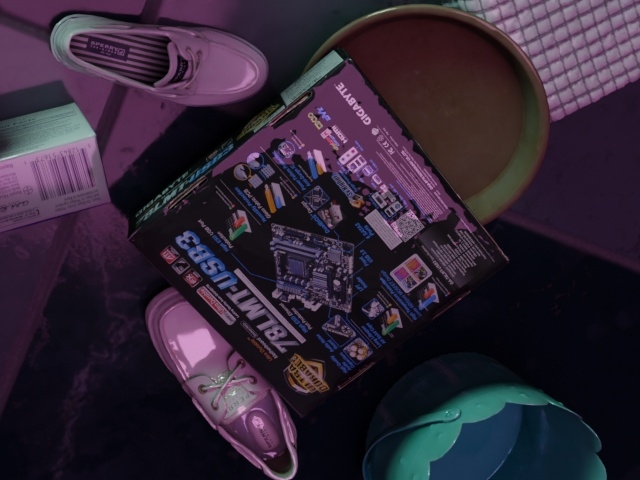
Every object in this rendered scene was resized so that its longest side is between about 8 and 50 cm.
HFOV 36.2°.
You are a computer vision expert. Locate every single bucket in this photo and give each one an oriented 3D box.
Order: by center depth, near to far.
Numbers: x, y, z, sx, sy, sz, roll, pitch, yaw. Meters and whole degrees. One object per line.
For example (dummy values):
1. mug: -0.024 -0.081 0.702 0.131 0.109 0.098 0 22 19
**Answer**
1. bucket: 0.197 0.286 1.238 0.281 0.183 0.281 -7 111 -19

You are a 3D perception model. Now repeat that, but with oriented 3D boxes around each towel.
1. towel: 0.278 -0.284 1.097 0.284 0.121 0.235 -29 115 -8

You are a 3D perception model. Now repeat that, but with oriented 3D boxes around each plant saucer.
1. plant saucer: 0.107 -0.126 1.068 0.278 0.041 0.277 4 122 6

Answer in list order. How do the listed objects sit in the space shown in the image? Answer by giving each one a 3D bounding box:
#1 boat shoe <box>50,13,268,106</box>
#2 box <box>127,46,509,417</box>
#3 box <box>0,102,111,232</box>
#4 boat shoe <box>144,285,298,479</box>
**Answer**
1. boat shoe: -0.154 -0.174 0.986 0.226 0.076 0.083 2 109 -22
2. box: 0.000 0.000 1.050 0.293 0.073 0.295 -38 111 9
3. box: -0.278 -0.071 0.940 0.126 0.137 0.072 -17 116 -15
4. boat shoe: -0.098 0.168 1.124 0.098 0.096 0.277 -36 117 -4
